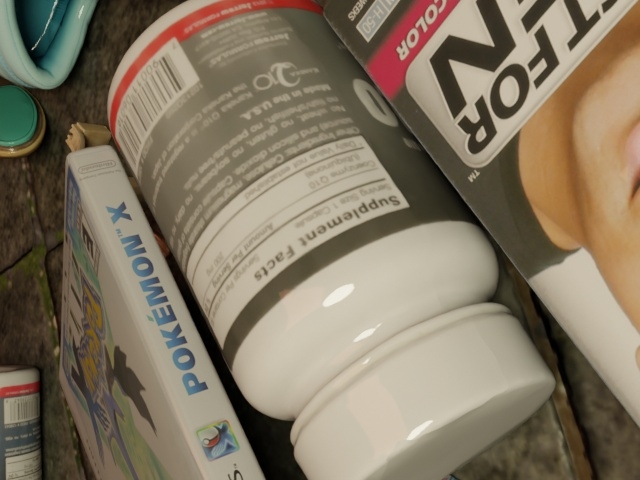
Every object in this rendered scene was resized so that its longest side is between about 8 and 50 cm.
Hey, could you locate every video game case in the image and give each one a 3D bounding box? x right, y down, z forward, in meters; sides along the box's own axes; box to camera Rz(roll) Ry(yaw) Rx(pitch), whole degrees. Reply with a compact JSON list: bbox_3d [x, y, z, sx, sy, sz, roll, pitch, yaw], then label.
[{"bbox_3d":[-0.120,0.149,0.616,0.300,0.036,0.329,61,150,25],"label":"video game case"}]

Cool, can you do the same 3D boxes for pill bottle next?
[{"bbox_3d":[-0.322,0.213,0.841,0.108,0.108,0.180,-4,86,43],"label":"pill bottle"},{"bbox_3d":[0.000,0.000,0.512,0.161,0.161,0.283,-48,59,31],"label":"pill bottle"}]

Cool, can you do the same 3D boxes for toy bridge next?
[{"bbox_3d":[-0.168,-0.039,0.734,0.188,0.063,0.026,48,119,33],"label":"toy bridge"}]

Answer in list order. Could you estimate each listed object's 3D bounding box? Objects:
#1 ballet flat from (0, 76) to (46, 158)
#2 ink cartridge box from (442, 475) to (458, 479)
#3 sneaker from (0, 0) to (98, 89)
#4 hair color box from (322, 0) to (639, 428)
[{"bbox_3d":[-0.338,-0.134,0.901,0.232,0.080,0.073,47,147,35],"label":"ballet flat"},{"bbox_3d":[0.056,0.186,0.530,0.122,0.052,0.089,26,106,39],"label":"ink cartridge box"},{"bbox_3d":[-0.216,-0.300,0.749,0.150,0.135,0.366,37,123,32],"label":"sneaker"},{"bbox_3d":[0.175,-0.044,0.383,0.185,0.113,0.374,-50,59,30],"label":"hair color box"}]
